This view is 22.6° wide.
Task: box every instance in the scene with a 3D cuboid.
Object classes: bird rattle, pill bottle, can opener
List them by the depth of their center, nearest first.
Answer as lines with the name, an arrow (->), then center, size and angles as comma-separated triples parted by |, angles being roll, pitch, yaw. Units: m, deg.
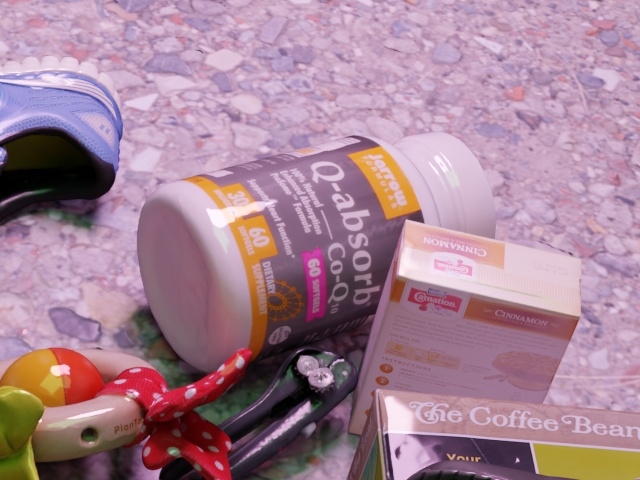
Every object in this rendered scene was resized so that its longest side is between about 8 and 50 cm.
bird rattle -> -0.183, 0.118, 1.179 | 0.253, 0.143, 0.207 | -19, 23, -21
can opener -> -0.044, 0.147, 1.250 | 0.059, 0.073, 0.186 | 39, 57, 21
pill bottle -> 0.000, 0.000, 1.343 | 0.278, 0.162, 0.162 | -17, 51, -30

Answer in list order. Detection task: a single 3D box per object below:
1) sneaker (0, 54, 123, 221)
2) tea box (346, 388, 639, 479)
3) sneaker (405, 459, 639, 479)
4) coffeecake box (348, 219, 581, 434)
sneaker -> -0.326, -0.087, 1.368 | 0.330, 0.130, 0.147 | -1, 42, -17
tea box -> 0.182, 0.294, 1.039 | 0.329, 0.220, 0.323 | 6, 44, -9
sneaker -> 0.202, 0.198, 0.914 | 0.330, 0.122, 0.146 | 21, 25, 8
coffeecake box -> 0.112, 0.085, 1.264 | 0.142, 0.185, 0.068 | 13, 43, -2
